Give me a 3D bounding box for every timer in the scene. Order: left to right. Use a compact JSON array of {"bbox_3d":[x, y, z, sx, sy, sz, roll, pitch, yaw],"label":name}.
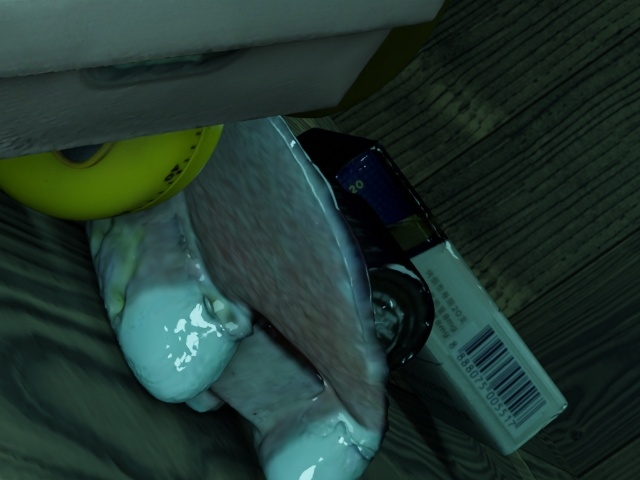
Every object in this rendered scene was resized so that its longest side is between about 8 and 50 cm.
[{"bbox_3d":[-0.080,-0.062,0.732,0.107,0.107,0.109,56,26,10],"label":"timer"}]

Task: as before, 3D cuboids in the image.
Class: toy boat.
[{"bbox_3d":[-0.047,0.019,0.836,0.155,0.085,0.227,42,22,-31],"label":"toy boat"}]

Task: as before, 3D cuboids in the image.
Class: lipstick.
[{"bbox_3d":[0.000,0.000,1.270,0.081,0.081,0.299,53,0,-23],"label":"lipstick"}]

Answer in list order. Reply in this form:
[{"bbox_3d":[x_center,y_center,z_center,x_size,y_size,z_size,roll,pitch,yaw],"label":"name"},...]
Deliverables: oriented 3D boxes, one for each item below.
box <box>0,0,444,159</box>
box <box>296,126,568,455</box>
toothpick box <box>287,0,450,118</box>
[{"bbox_3d":[-0.097,-0.131,0.635,0.215,0.086,0.215,-13,60,-41],"label":"box"},{"bbox_3d":[0.066,0.035,1.502,0.259,0.071,0.168,55,-11,-17],"label":"box"},{"bbox_3d":[-0.027,-0.346,1.381,0.409,0.409,0.425,46,27,-60],"label":"toothpick box"}]
